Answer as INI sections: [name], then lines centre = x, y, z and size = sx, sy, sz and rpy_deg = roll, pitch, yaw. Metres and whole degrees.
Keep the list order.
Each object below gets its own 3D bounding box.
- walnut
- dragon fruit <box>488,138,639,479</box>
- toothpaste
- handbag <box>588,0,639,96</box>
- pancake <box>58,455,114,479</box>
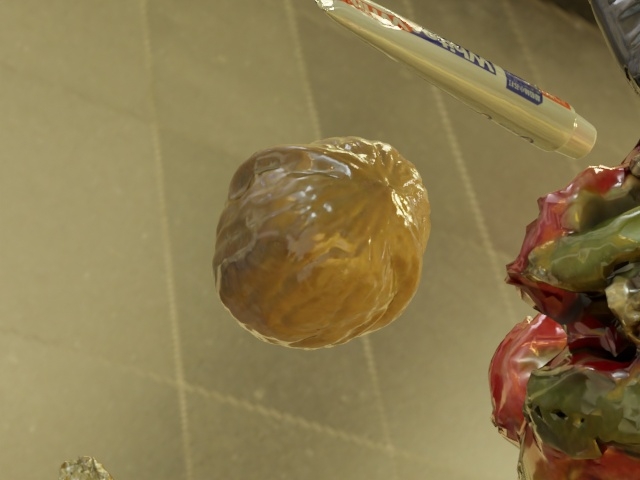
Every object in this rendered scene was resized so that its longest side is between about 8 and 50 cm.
[walnut]
centre = 0.000, 0.000, 1.618
size = 0.225, 0.261, 0.225
rpy_deg = 15, 58, -26
[dragon fruit]
centre = 0.188, 0.057, 0.558
size = 0.303, 0.231, 0.237
rpy_deg = 16, 2, -37
[toothpaste]
centre = 0.079, -0.102, 0.948
size = 0.218, 0.033, 0.052
rpy_deg = 25, 25, -28
[handbag]
centre = 0.367, -0.250, 1.374
size = 0.088, 0.275, 0.244
rpy_deg = 41, 26, -44
[pancake]
centre = -0.119, 0.308, 1.217
size = 0.057, 0.266, 0.244
rpy_deg = -29, 23, -16
